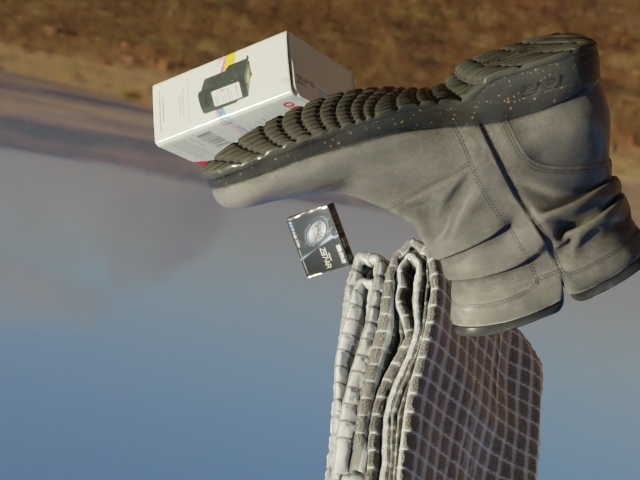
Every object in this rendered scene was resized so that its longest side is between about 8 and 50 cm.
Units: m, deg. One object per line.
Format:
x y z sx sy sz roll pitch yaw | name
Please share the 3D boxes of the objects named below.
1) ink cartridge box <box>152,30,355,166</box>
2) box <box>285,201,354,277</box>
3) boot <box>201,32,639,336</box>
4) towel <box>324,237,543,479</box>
-0.065 -0.137 1.434 0.175 0.072 0.127 -18 156 29 | ink cartridge box
0.000 0.000 1.773 0.067 0.083 0.018 -17 -174 31 | box
0.090 -0.017 1.118 0.338 0.222 0.118 -15 -162 4 | boot
0.111 0.173 1.299 0.121 0.283 0.235 -11 145 32 | towel
